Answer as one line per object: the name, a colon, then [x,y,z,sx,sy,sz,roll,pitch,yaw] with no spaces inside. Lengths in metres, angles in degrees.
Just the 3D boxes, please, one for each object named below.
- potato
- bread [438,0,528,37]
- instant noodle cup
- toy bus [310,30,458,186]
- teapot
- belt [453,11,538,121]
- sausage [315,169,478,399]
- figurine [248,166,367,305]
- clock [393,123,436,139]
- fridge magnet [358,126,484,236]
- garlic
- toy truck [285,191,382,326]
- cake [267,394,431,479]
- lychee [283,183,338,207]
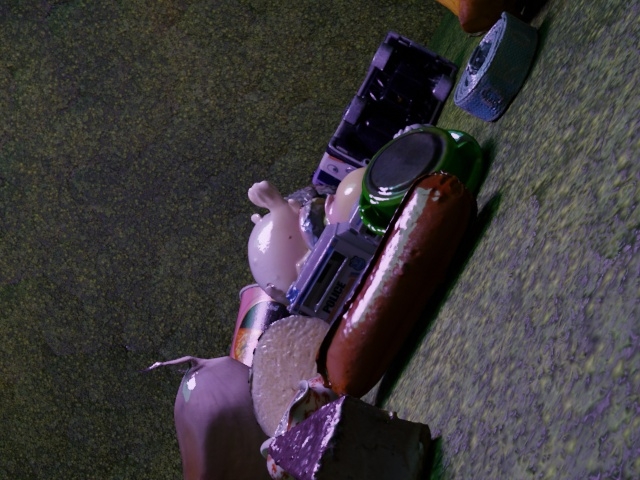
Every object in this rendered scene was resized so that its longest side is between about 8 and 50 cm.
potato: [-0.015,0.226,1.252,0.117,0.182,0.202,21,-117,-65]
bread: [0.308,-0.547,1.328,0.337,0.204,0.358,-42,-23,-22]
instant noodle cup: [-0.105,0.256,1.713,0.244,0.244,0.255,124,164,-60]
toy bus: [0.153,-0.277,1.900,0.439,0.209,0.249,-64,3,-34]
teapot: [-0.024,0.278,1.099,0.245,0.116,0.159,125,160,-43]
belt: [0.273,-0.271,1.210,0.147,0.082,0.163,-55,8,34]
sausage: [0.103,0.064,1.005,0.330,0.102,0.102,-61,4,12]
figurine: [-0.004,-0.037,1.475,0.394,0.274,0.226,-33,24,41]
clock: [0.180,-0.155,1.355,0.080,0.117,0.176,-62,3,-8]
fridge magnet: [0.144,-0.092,1.147,0.208,0.088,0.208,-26,37,22]
garlic: [-0.191,0.367,1.509,0.231,0.246,0.339,175,79,-83]
toy truck: [0.065,0.028,1.299,0.267,0.155,0.124,-61,4,15]
cake: [0.022,0.228,0.802,0.112,0.116,0.295,-59,5,-20]
lychee: [0.000,0.000,1.781,0.255,0.255,0.274,-66,-34,-46]
